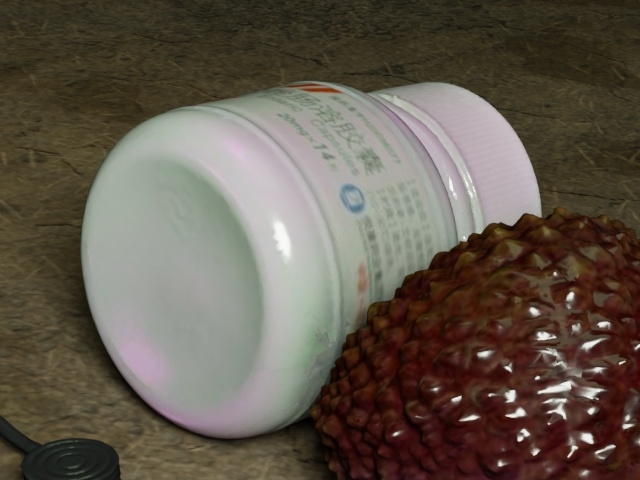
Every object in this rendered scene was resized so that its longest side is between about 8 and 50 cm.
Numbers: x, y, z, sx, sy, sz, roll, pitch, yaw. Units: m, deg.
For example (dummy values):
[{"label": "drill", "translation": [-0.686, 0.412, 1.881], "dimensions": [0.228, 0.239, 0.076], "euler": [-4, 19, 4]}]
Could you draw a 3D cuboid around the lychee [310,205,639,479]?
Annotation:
[{"label": "lychee", "translation": [0.125, 0.107, 1.251], "dimensions": [0.271, 0.271, 0.271], "euler": [6, 23, -3]}]

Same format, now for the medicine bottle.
[{"label": "medicine bottle", "translation": [0.000, 0.000, 1.434], "dimensions": [0.241, 0.241, 0.302], "euler": [26, 29, 37]}]

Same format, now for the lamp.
[{"label": "lamp", "translation": [-0.271, 0.068, 1.364], "dimensions": [0.130, 0.108, 0.371], "euler": [-12, 30, -31]}]
